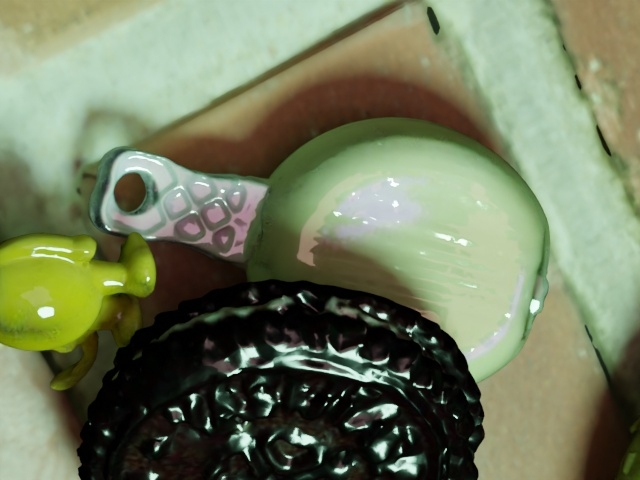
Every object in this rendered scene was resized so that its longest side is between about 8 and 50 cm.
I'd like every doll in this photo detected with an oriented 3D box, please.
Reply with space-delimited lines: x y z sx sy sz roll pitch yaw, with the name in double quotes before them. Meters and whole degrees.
"doll" -0.175 0.033 0.879 0.188 0.096 0.145 15 127 -37

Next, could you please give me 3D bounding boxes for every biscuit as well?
"biscuit" -0.018 0.095 0.917 0.194 0.053 0.195 -2 131 -3

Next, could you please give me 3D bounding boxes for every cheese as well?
"cheese" 0.000 0.000 0.941 0.227 0.064 0.137 13 93 -20

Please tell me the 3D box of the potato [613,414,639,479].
"potato" 0.212 0.171 1.018 0.149 0.113 0.251 -3 109 -25
